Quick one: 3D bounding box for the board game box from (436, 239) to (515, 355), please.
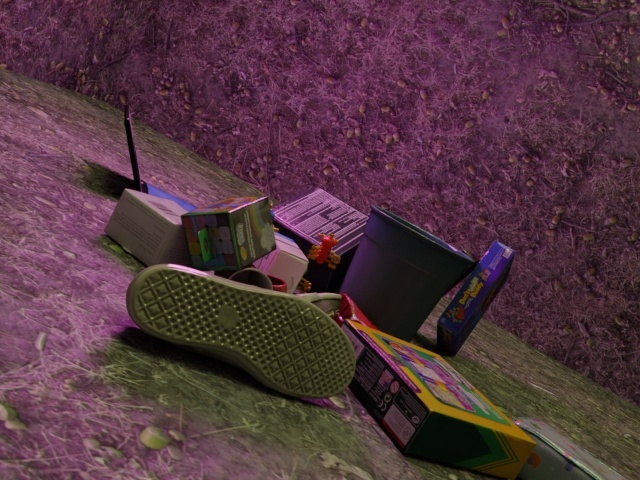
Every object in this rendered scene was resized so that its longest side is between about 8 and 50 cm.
[{"bbox_3d":[0.517,0.197,2.182,0.078,0.347,0.233,32,-18,22],"label":"board game box"}]

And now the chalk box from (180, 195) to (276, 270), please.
[{"bbox_3d":[-0.212,-0.011,1.431,0.132,0.132,0.213,-2,14,28],"label":"chalk box"}]

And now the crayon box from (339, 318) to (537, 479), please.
[{"bbox_3d":[0.223,0.333,1.386,0.313,0.106,0.363,26,9,-31],"label":"crayon box"}]

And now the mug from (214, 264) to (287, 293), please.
[{"bbox_3d":[-0.170,0.104,1.492,0.150,0.113,0.169,31,1,-24],"label":"mug"}]

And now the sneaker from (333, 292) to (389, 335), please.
[{"bbox_3d":[0.108,0.237,1.763,0.128,0.087,0.221,34,16,-34],"label":"sneaker"}]

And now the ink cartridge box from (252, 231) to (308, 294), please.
[{"bbox_3d":[-0.118,0.073,1.693,0.086,0.148,0.203,26,7,-19],"label":"ink cartridge box"}]

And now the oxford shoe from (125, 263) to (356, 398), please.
[{"bbox_3d":[-0.131,0.155,1.144,0.449,0.169,0.130,25,-13,-25],"label":"oxford shoe"}]

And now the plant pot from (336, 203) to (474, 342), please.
[{"bbox_3d":[0.216,0.117,1.911,0.341,0.334,0.341,29,8,-4],"label":"plant pot"}]

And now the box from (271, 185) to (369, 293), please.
[{"bbox_3d":[0.000,0.000,2.101,0.294,0.182,0.296,32,38,24],"label":"box"}]

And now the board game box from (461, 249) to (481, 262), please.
[{"bbox_3d":[0.376,0.165,2.151,0.056,0.347,0.208,51,15,14],"label":"board game box"}]

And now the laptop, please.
[{"bbox_3d":[-0.469,-0.215,2.051,0.236,0.408,0.382,-9,19,-14],"label":"laptop"}]

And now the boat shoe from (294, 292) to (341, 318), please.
[{"bbox_3d":[-0.020,0.176,1.597,0.109,0.091,0.305,-8,-6,18],"label":"boat shoe"}]

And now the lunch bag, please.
[{"bbox_3d":[0.528,0.497,1.393,0.279,0.108,0.224,35,7,34],"label":"lunch bag"}]

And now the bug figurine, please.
[{"bbox_3d":[-0.094,0.029,1.841,0.279,0.216,0.072,25,20,-11],"label":"bug figurine"}]

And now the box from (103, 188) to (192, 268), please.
[{"bbox_3d":[-0.362,-0.016,1.508,0.181,0.119,0.182,32,8,26],"label":"box"}]
